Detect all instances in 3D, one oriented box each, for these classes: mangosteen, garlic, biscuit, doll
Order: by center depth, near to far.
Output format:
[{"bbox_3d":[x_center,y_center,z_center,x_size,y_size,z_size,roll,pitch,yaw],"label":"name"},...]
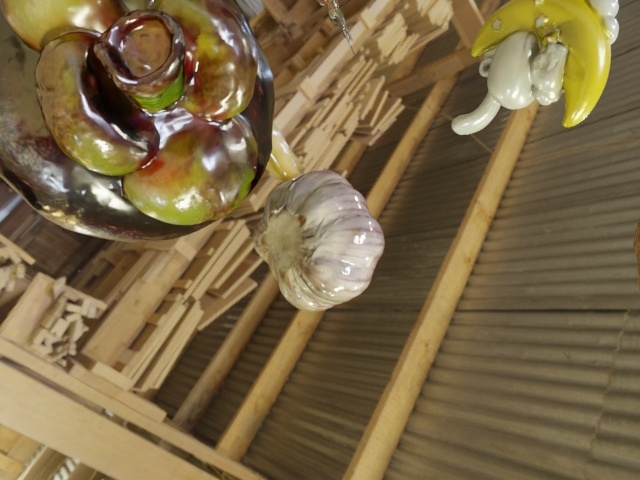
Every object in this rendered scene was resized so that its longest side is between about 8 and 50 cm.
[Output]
[{"bbox_3d":[-0.161,-0.128,0.394,0.233,0.288,0.288,-4,-145,1],"label":"mangosteen"},{"bbox_3d":[0.000,0.000,0.489,0.159,0.102,0.147,16,-76,49],"label":"garlic"},{"bbox_3d":[0.345,-0.290,0.756,0.237,0.111,0.252,20,-72,40],"label":"doll"},{"bbox_3d":[-0.144,-0.246,0.969,0.062,0.291,0.237,-35,-154,-6],"label":"biscuit"}]

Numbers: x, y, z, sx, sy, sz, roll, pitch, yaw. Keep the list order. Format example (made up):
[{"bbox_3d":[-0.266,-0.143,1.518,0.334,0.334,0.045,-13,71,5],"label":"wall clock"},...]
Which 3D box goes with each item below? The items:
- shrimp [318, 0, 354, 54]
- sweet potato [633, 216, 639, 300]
[{"bbox_3d":[0.015,-0.545,0.919,0.145,0.343,0.116,-21,-179,-17],"label":"shrimp"},{"bbox_3d":[0.271,-0.033,0.335,0.218,0.051,0.065,-52,174,-28],"label":"sweet potato"}]
